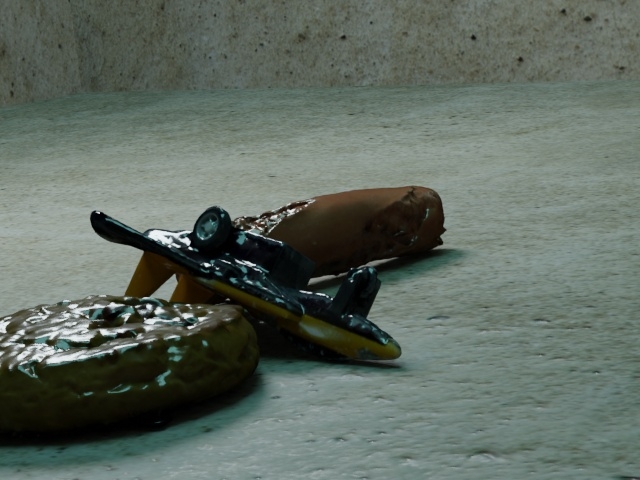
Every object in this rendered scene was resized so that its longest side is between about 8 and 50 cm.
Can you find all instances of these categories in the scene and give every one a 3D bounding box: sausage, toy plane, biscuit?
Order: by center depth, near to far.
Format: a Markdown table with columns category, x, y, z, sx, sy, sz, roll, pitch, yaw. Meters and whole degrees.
| category | x | y | z | sx | sy | sz | roll | pitch | yaw |
| --- | --- | --- | --- | --- | --- | --- | --- | --- | --- |
| biscuit | -0.190 | 0.088 | 1.532 | 0.296 | 0.075 | 0.296 | -5 | 8 | 1 |
| toy plane | -0.039 | 0.039 | 1.635 | 0.316 | 0.103 | 0.204 | 8 | -18 | 44 |
| sausage | 0.001 | -0.002 | 1.903 | 0.327 | 0.087 | 0.079 | -13 | 53 | -38 |
